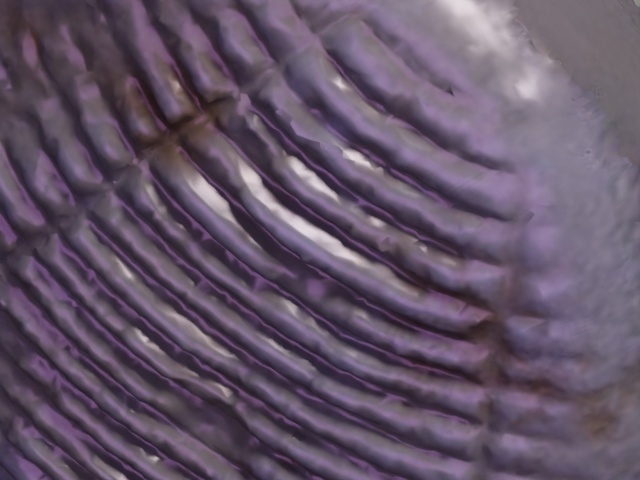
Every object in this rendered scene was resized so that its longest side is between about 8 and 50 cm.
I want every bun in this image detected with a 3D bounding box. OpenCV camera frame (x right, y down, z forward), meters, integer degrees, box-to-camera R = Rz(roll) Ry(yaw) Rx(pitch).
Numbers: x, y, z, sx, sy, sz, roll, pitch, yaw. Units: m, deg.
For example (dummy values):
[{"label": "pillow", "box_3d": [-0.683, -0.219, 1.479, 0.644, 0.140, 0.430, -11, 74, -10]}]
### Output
[{"label": "bun", "box_3d": [0.003, -0.004, 0.756, 0.354, 0.194, 0.354, 10, 122, 17]}]
